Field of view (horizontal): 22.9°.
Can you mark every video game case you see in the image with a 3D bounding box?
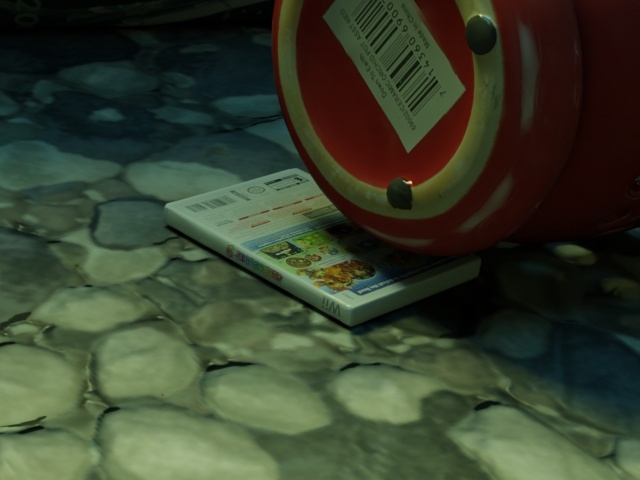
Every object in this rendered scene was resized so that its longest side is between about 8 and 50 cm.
[{"bbox_3d":[0.000,0.000,0.722,0.122,0.011,0.087,27,31,37],"label":"video game case"}]

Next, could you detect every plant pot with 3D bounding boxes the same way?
[{"bbox_3d":[0.084,-0.086,0.711,0.174,0.191,0.191,-15,33,-40],"label":"plant pot"}]

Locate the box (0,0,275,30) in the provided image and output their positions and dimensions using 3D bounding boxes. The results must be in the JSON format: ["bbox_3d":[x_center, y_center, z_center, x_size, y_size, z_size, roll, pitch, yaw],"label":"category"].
[{"bbox_3d":[-0.154,-0.396,0.935,0.471,0.480,0.297,-6,40,-24],"label":"box"}]
